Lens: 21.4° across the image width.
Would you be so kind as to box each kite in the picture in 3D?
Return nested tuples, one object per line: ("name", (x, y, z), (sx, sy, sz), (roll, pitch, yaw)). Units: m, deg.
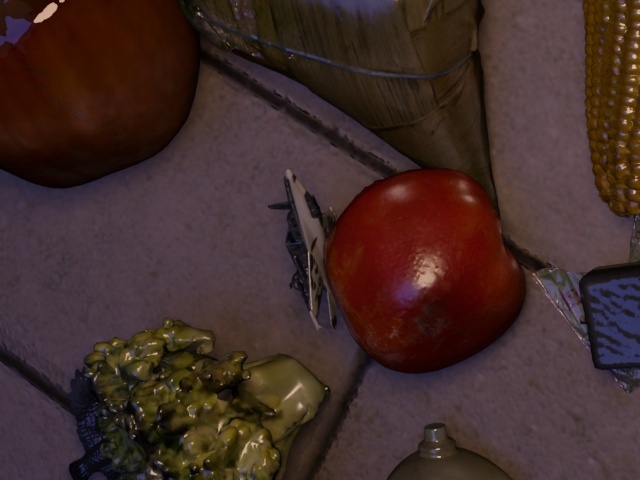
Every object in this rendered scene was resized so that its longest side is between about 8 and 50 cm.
("kite", (0.329, 0.043, 1.784), (0.229, 0.012, 0.250), (9, 105, 24))

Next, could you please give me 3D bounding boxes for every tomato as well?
("tomato", (0.112, 0.052, 1.773), (0.200, 0.139, 0.233), (-26, 118, 11))

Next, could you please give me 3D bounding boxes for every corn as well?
("corn", (0.324, -0.217, 1.651), (0.144, 0.144, 0.387), (4, 109, 27))

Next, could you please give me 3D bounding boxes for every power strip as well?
("power strip", (0.387, 0.067, 1.717), (0.256, 0.070, 0.105), (-8, 96, 25))

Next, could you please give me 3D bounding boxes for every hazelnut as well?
("hazelnut", (-0.314, -0.229, 1.881), (0.365, 0.366, 0.366), (7, 106, 26))

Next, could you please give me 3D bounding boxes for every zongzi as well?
("zongzi", (0.031, -0.174, 1.806), (0.323, 0.160, 0.360), (1, 123, 24))

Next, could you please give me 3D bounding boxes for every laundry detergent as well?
("laundry detergent", (0.148, 0.330, 1.902), (0.181, 0.091, 0.253), (-3, 101, 22))

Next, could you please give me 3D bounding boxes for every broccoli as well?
("broccoli", (-0.135, 0.246, 1.934), (0.324, 0.334, 0.272), (16, 75, 4))

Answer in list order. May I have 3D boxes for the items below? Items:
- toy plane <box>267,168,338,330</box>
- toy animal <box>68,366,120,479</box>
("toy plane", (-0.012, 0.006, 1.850), (0.082, 0.160, 0.234), (-13, 135, 27))
("toy animal", (-0.264, 0.263, 2.109), (0.108, 0.062, 0.220), (-37, 78, 40))
